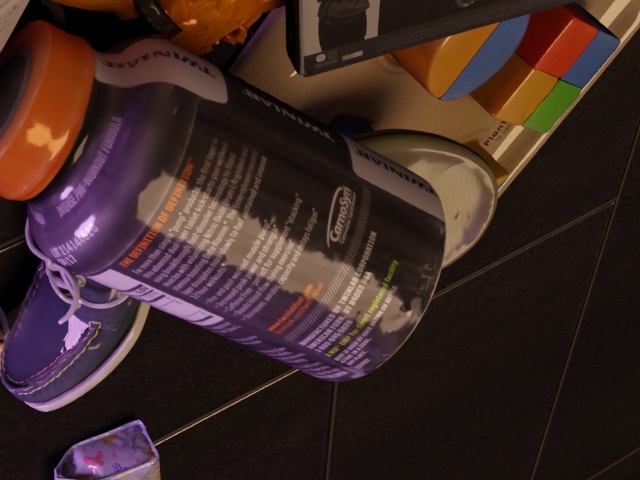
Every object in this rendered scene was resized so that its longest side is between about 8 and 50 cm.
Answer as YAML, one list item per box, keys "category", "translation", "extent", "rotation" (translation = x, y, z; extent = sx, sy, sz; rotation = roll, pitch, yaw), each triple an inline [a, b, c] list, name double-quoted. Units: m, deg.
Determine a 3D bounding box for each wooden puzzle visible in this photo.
- category: "wooden puzzle"
  translation: [0.079, -0.090, 1.092]
  extent: [0.322, 0.080, 0.348]
  rotation: [-51, 148, 19]

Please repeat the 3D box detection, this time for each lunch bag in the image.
- category: "lunch bag"
  translation: [-0.174, 0.195, 1.217]
  extent: [0.083, 0.053, 0.071]
  rotation: [-18, 143, -18]

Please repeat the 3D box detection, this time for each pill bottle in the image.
- category: "pill bottle"
  translation: [-0.063, -0.024, 0.788]
  extent: [0.246, 0.130, 0.130]
  rotation: [26, 112, -30]

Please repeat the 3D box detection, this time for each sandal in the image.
- category: "sandal"
  translation: [-0.001, 0.001, 0.944]
  extent: [0.303, 0.086, 0.120]
  rotation: [-8, 120, -38]

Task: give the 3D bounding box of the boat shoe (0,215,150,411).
- category: "boat shoe"
  translation: [-0.137, 0.002, 0.960]
  extent: [0.254, 0.095, 0.079]
  rotation: [-49, 150, 13]

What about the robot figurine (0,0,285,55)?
- category: "robot figurine"
  translation: [-0.107, -0.182, 0.740]
  extent: [0.211, 0.085, 0.291]
  rotation: [-30, 151, 10]

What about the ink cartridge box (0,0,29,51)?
- category: "ink cartridge box"
  translation: [-0.253, -0.011, 0.714]
  extent: [0.186, 0.065, 0.311]
  rotation: [-53, -177, -41]

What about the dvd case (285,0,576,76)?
- category: "dvd case"
  translation: [0.067, -0.197, 0.743]
  extent: [0.179, 0.029, 0.238]
  rotation: [-17, 141, -14]

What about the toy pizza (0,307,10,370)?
- category: "toy pizza"
  translation: [-0.293, 0.106, 0.985]
  extent: [0.201, 0.032, 0.201]
  rotation: [-28, 147, -20]
